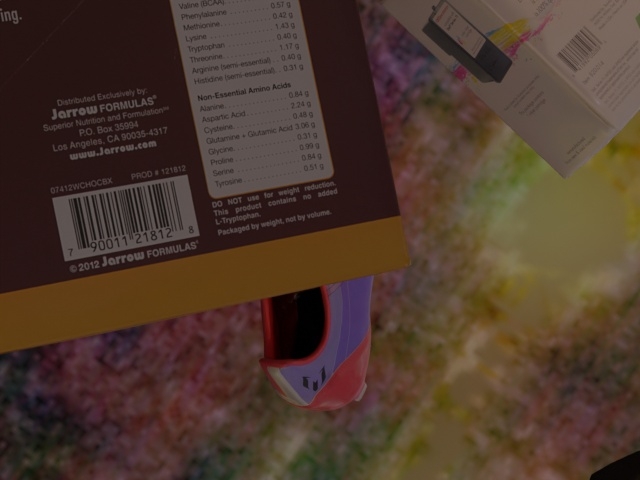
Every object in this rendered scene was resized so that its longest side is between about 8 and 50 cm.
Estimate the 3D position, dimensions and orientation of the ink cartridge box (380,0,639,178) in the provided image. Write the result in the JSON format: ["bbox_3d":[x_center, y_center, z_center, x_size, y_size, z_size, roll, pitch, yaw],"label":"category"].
[{"bbox_3d":[0.214,-0.267,1.672,0.207,0.353,0.119,-45,178,-32],"label":"ink cartridge box"}]

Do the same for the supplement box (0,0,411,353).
[{"bbox_3d":[-0.095,-0.062,0.586,0.191,0.194,0.129,-11,179,-24],"label":"supplement box"}]

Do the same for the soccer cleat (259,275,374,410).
[{"bbox_3d":[0.000,0.000,1.108,0.095,0.083,0.248,42,47,-55],"label":"soccer cleat"}]

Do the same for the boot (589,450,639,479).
[{"bbox_3d":[0.231,0.237,0.947,0.077,0.198,0.137,-26,149,12],"label":"boot"}]
